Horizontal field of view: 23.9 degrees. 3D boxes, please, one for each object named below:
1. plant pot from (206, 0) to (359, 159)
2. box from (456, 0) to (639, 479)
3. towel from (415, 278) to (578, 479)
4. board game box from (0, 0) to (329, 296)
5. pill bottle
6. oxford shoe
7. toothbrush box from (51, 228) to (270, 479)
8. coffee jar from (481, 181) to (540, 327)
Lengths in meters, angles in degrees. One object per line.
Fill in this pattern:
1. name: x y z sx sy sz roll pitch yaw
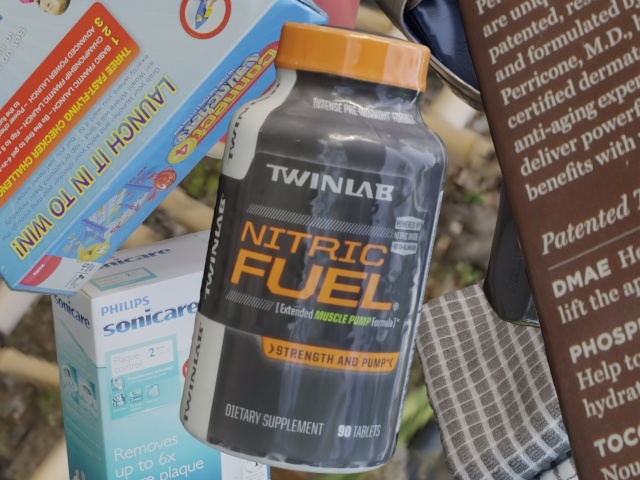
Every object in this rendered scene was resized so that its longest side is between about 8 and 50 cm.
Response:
1. plant pot: -0.082 -0.221 1.531 0.275 0.243 0.275 -2 123 -3
2. box: 0.173 -0.011 0.559 0.191 0.143 0.381 15 58 -46
3. towel: 0.208 0.103 1.372 0.235 0.283 0.121 -40 116 14
4. board game box: -0.202 -0.169 1.174 0.308 0.302 0.086 -45 159 13
5. pill bottle: 0.000 0.000 0.873 0.130 0.130 0.245 2 100 -54
6. oxford shoe: 0.076 -0.259 1.286 0.130 0.363 0.133 -41 -171 11
7. toothbrush box: -0.184 0.158 1.761 0.216 0.126 0.295 -13 112 -30
8. coffee jar: 0.197 0.007 0.960 0.184 0.079 0.096 1 116 -15
